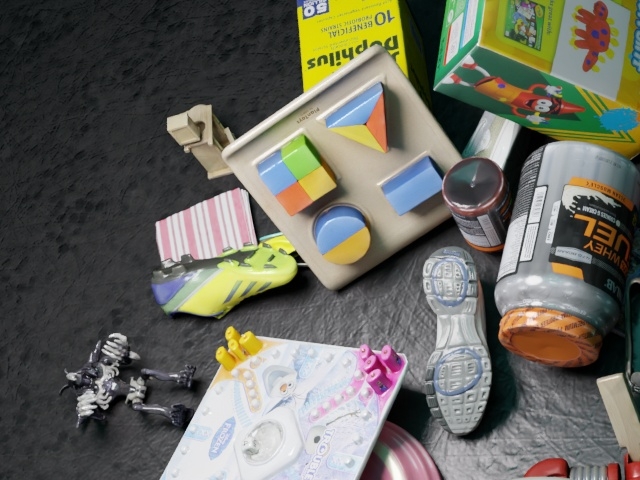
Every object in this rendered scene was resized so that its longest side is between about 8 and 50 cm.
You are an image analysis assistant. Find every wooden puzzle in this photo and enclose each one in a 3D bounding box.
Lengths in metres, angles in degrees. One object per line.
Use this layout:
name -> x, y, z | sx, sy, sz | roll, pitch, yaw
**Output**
wooden puzzle -> 0.061, -0.100, 1.952 | 0.322, 0.348, 0.080 | -34, 28, 11

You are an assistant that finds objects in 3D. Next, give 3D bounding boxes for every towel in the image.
towel -> -0.215, -0.005, 2.228 | 0.197, 0.029, 0.144 | -22, 56, 13

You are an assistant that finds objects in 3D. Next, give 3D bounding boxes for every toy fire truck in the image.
toy fire truck -> 0.396, 0.338, 1.717 | 0.217, 0.158, 0.246 | -6, 49, 20

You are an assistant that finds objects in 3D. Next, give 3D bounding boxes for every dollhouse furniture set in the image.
dollhouse furniture set -> -0.177, -0.221, 2.236 | 0.160, 0.182, 0.101 | -14, 58, 15

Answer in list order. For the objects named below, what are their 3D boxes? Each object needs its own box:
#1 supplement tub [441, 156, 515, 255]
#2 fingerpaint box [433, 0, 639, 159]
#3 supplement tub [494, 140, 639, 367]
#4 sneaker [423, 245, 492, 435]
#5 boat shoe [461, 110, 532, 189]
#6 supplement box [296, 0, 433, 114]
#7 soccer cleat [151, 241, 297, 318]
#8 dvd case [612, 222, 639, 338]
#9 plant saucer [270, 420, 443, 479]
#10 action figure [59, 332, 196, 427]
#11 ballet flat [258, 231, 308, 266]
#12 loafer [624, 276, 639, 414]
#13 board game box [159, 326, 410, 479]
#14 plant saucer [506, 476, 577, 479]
supplement tub -> 0.271, -0.048, 1.942 | 0.106, 0.198, 0.106 | -10, 60, 18
fingerpaint box -> 0.408, -0.400, 1.985 | 0.371, 0.163, 0.445 | 18, 62, -16
supplement tub -> 0.380, 0.023, 1.833 | 0.193, 0.193, 0.316 | 5, 64, 25
sneaker -> 0.231, 0.162, 1.900 | 0.111, 0.129, 0.297 | -2, 80, 20
boat shoe -> 0.326, -0.232, 2.077 | 0.103, 0.118, 0.321 | 14, 76, 26
supplement box -> 0.087, -0.275, 2.150 | 0.194, 0.195, 0.357 | -14, 58, 15
soccer cleat -> -0.165, 0.079, 2.116 | 0.289, 0.121, 0.093 | -8, 24, 23
dvd case -> 0.516, 0.074, 1.875 | 0.253, 0.022, 0.180 | 30, 76, 35
plant saucer -> 0.029, 0.423, 1.849 | 0.332, 0.084, 0.332 | -10, 59, 18
action figure -> -0.357, 0.248, 2.076 | 0.275, 0.141, 0.164 | 3, 65, 21
ballet flat -> 0.000, 0.000, 2.115 | 0.230, 0.077, 0.077 | -19, 78, 15
loafer -> 0.489, 0.184, 1.765 | 0.096, 0.084, 0.268 | -14, 69, 27
board game box -> -0.091, 0.320, 1.888 | 0.390, 0.050, 0.390 | 2, 55, 42
plant saucer -> 0.323, 0.483, 1.597 | 0.400, 0.100, 0.401 | 6, 109, 16
